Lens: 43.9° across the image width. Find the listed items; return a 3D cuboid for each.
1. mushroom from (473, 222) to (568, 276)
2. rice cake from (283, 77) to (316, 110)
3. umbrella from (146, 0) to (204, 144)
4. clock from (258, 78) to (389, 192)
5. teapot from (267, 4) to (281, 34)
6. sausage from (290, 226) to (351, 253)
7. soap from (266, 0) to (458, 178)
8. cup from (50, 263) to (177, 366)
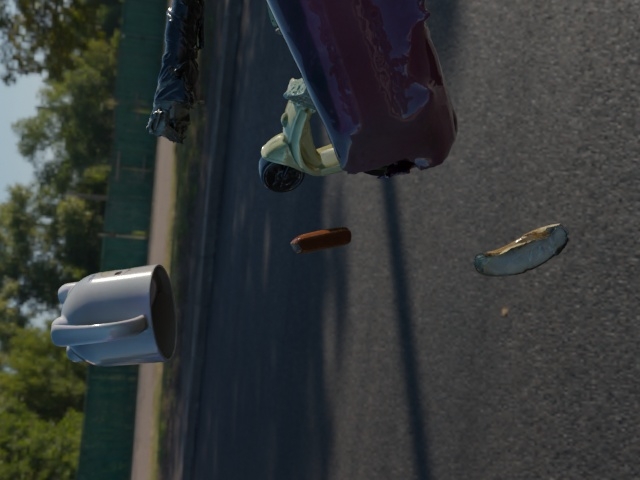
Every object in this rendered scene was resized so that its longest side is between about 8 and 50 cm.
[{"bbox_3d":[0.419,0.029,1.682,0.094,0.210,0.072,-163,51,-80],"label":"mushroom"},{"bbox_3d":[0.061,-0.221,1.331,0.127,0.237,0.043,-154,79,-72],"label":"rice cake"},{"bbox_3d":[-0.281,-0.378,1.636,0.113,0.106,0.357,-120,41,-83],"label":"umbrella"},{"bbox_3d":[0.043,-0.247,1.755,0.120,0.379,0.276,-108,10,-46],"label":"clock"},{"bbox_3d":[-0.062,-0.409,1.447,0.064,0.083,0.064,5,90,51],"label":"teapot"},{"bbox_3d":[0.000,0.000,1.639,0.039,0.131,0.041,11,110,63],"label":"sausage"},{"bbox_3d":[0.028,-0.207,0.749,0.220,0.127,0.324,-1,-112,-83],"label":"soap"},{"bbox_3d":[-0.282,0.118,1.072,0.173,0.142,0.134,-93,-4,-56],"label":"cup"}]
